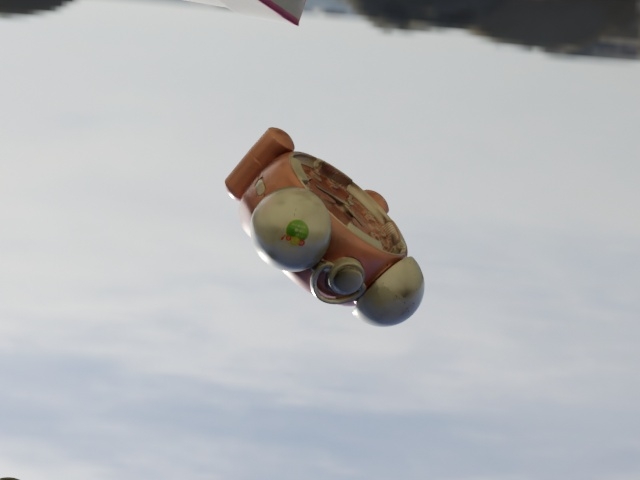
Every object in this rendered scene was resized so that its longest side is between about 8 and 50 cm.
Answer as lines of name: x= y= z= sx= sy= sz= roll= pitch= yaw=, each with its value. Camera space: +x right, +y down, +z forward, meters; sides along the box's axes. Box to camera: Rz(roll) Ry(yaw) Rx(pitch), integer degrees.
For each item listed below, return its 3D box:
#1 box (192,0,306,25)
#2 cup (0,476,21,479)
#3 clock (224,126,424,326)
box: x=-0.173 y=-0.479 z=2.190 sx=0.300 sy=0.312 sz=0.314 roll=15 pitch=175 yaw=31
cup: x=-0.231 y=0.270 z=1.417 sx=0.128 sy=0.095 sz=0.129 roll=35 pitch=164 yaw=17
clock: x=0.000 y=0.000 z=1.442 sx=0.166 sy=0.093 sz=0.162 roll=33 pitch=-166 yaw=-28
